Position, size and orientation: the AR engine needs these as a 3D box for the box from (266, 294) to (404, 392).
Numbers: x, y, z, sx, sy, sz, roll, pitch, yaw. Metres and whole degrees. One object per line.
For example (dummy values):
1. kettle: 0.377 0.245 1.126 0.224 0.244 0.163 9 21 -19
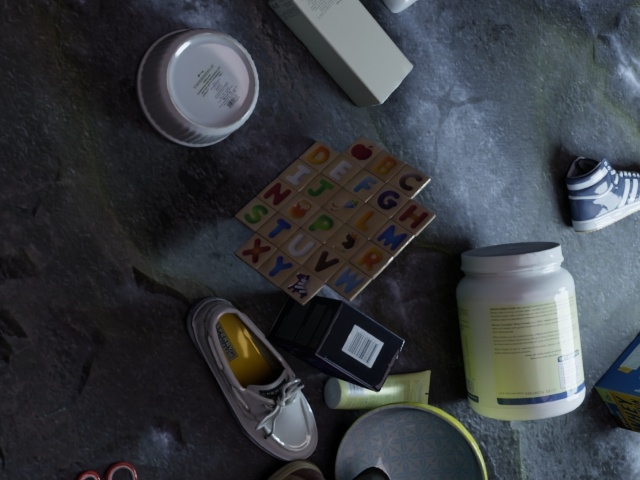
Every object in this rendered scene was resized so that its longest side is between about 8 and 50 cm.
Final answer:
1. box: 0.024 0.179 1.615 0.153 0.207 0.108 34 76 -23

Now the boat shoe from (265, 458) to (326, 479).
1. boat shoe: -0.116 0.538 1.579 0.342 0.123 0.123 -39 109 -9

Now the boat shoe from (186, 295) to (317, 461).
1. boat shoe: -0.093 0.258 1.581 0.136 0.156 0.367 -35 109 -22

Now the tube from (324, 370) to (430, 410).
1. tube: 0.120 0.302 1.758 0.240 0.062 0.070 5 130 -32

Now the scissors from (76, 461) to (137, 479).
1. scissors: -0.322 0.517 1.524 0.109 0.021 0.297 -24 94 -30

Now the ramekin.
1. ramekin: -0.204 -0.268 1.539 0.207 0.109 0.207 0 91 -28

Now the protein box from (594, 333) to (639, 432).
1. protein box: 0.778 0.328 2.022 0.201 0.200 0.136 -42 109 -20

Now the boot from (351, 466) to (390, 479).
1. boot: 0.018 0.506 1.606 0.246 0.161 0.083 -45 81 12

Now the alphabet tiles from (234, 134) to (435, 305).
1. alphabet tiles: 0.023 -0.044 1.601 0.342 0.285 0.011 -44 151 -20

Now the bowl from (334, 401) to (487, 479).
1. bowl: 0.187 0.438 1.718 0.156 0.290 0.289 -11 99 -71

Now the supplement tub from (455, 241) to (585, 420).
1. supplement tub: 0.399 0.176 1.798 0.236 0.235 0.324 -10 96 -27

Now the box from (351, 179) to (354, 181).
1. box: 0.069 -0.092 1.701 0.062 0.083 0.052 -11 96 -27

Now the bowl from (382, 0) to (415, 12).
1. bowl: 0.165 -0.539 1.760 0.142 0.053 0.142 -42 109 -19

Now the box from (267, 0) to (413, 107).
1. box: 0.039 -0.385 1.673 0.275 0.094 0.113 48 71 -21

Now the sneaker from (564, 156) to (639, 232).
1. sneaker: 0.668 -0.139 2.011 0.282 0.099 0.153 -26 105 -22
